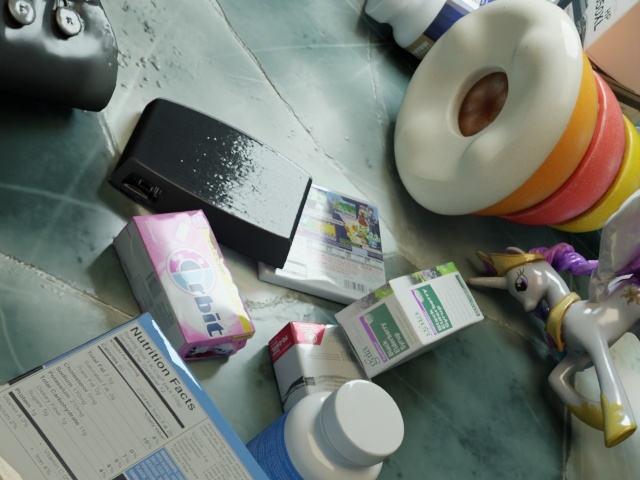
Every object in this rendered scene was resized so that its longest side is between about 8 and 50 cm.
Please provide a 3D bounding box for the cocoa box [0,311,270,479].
[{"bbox_3d":[-0.241,0.269,1.182,0.231,0.347,0.228,53,42,8],"label":"cocoa box"}]

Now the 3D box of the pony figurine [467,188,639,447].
[{"bbox_3d":[0.441,0.091,1.927,0.351,0.303,0.363,-28,61,-9],"label":"pony figurine"}]

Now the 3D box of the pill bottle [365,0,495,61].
[{"bbox_3d":[0.215,-0.356,2.183,0.264,0.153,0.153,32,44,-15],"label":"pill bottle"}]

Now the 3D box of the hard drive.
[{"bbox_3d":[-0.135,-0.083,1.742,0.254,0.054,0.172,28,47,-11],"label":"hard drive"}]

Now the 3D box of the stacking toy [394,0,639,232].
[{"bbox_3d":[0.382,-0.128,2.049,0.480,0.350,0.351,27,44,-35],"label":"stacking toy"}]

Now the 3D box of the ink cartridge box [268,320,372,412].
[{"bbox_3d":[0.007,0.184,1.662,0.109,0.063,0.150,9,53,-35],"label":"ink cartridge box"}]

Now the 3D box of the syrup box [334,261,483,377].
[{"bbox_3d":[0.121,0.101,1.741,0.093,0.096,0.237,61,24,9],"label":"syrup box"}]

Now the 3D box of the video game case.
[{"bbox_3d":[0.000,0.000,1.831,0.201,0.023,0.183,17,50,-27],"label":"video game case"}]

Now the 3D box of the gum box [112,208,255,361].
[{"bbox_3d":[-0.166,0.060,1.618,0.107,0.062,0.188,-7,64,-42],"label":"gum box"}]

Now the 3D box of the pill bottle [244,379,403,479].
[{"bbox_3d":[-0.007,0.246,1.484,0.124,0.221,0.124,21,48,-25],"label":"pill bottle"}]

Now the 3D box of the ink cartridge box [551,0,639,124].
[{"bbox_3d":[0.477,-0.322,2.187,0.166,0.395,0.285,33,43,-14],"label":"ink cartridge box"}]

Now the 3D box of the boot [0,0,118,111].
[{"bbox_3d":[-0.416,-0.197,1.534,0.445,0.146,0.367,5,74,-60],"label":"boot"}]
